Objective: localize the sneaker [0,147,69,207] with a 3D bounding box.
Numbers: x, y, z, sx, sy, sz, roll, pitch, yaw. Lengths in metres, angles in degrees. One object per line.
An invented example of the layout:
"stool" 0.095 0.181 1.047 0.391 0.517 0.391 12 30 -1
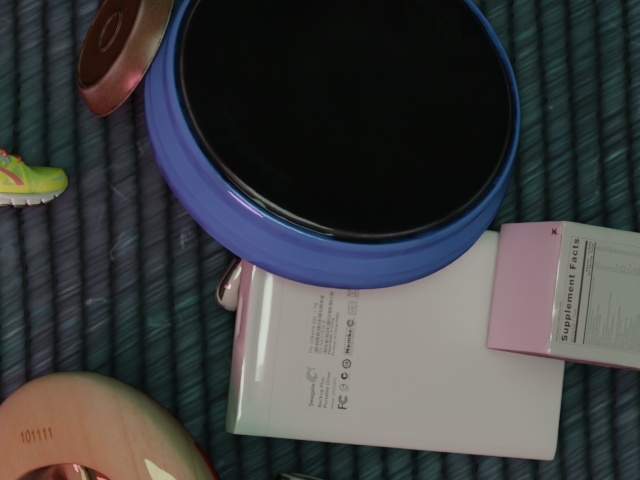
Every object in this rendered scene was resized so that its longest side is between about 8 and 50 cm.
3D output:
"sneaker" -0.354 -0.083 1.803 0.208 0.081 0.094 4 92 -28

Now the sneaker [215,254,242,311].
"sneaker" 0.000 0.000 1.853 0.132 0.086 0.228 33 96 -6

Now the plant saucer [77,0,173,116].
"plant saucer" -0.204 -0.208 1.802 0.029 0.168 0.168 25 85 -28

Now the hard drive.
"hard drive" 0.086 0.096 1.815 0.353 0.047 0.233 7 87 -19

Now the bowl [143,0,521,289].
"bowl" 0.020 -0.141 1.776 0.391 0.077 0.391 7 63 -13

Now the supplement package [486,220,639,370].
"supplement package" 0.312 0.062 1.802 0.244 0.134 0.139 9 86 -21

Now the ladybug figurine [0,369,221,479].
"ladybug figurine" -0.192 0.344 1.751 0.305 0.162 0.449 -12 89 26

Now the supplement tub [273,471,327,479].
"supplement tub" -0.014 0.341 1.810 0.117 0.117 0.190 14 87 -3
